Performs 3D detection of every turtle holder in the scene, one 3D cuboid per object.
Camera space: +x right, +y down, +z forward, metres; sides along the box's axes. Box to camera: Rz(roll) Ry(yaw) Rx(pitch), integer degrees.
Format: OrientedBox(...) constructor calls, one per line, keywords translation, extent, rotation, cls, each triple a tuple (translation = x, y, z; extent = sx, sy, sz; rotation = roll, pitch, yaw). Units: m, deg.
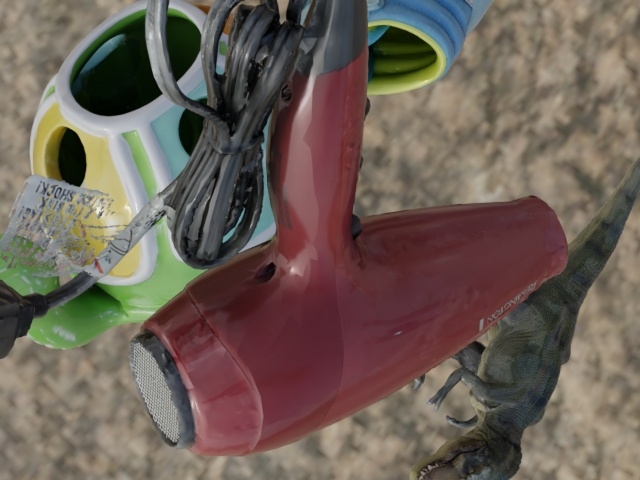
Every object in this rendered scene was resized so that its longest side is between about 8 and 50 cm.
OrientedBox(translation=(-0.147, -0.061, 1.574), extent=(0.320, 0.243, 0.227), rotation=(-23, 141, 0), cls="turtle holder")

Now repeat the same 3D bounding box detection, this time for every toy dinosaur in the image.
OrientedBox(translation=(0.106, 0.043, 1.107), extent=(0.118, 0.268, 0.064), rotation=(9, 149, 40), cls="toy dinosaur")

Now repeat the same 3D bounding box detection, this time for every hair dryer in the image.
OrientedBox(translation=(0.000, 0.000, 0.724), extent=(0.223, 0.293, 0.080), rotation=(-44, 60, 24), cls="hair dryer")

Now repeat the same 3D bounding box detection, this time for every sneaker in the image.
OrientedBox(translation=(-0.008, -0.236, 1.569), extent=(0.319, 0.208, 0.127), rotation=(22, 148, 7), cls="sneaker")
